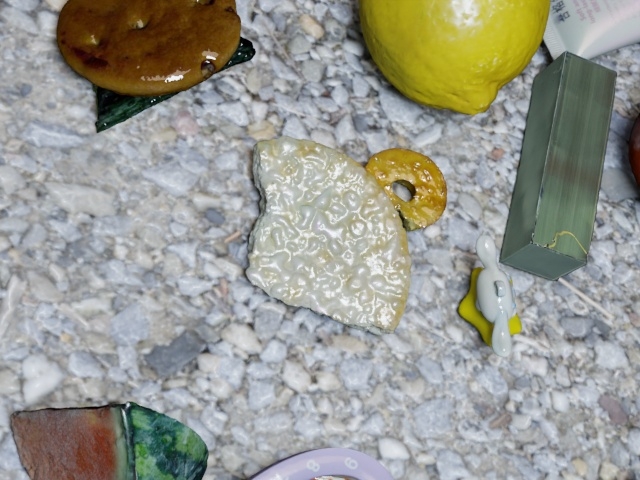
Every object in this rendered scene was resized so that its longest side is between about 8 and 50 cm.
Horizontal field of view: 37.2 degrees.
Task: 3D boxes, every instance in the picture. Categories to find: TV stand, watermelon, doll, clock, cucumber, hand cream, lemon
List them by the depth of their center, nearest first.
[{"bbox_3d":[-0.216,0.227,0.912,0.202,0.207,0.136,4,45,2],"label":"watermelon"},{"bbox_3d":[-0.017,0.303,0.989,0.172,0.064,0.198,31,68,-5],"label":"clock"},{"bbox_3d":[0.196,0.061,1.100,0.071,0.113,0.135,-8,96,2],"label":"doll"},{"bbox_3d":[-0.180,-0.207,1.111,0.220,0.046,0.070,-30,76,-22],"label":"cucumber"},{"bbox_3d":[0.157,-0.295,1.133,0.236,0.236,0.263,17,59,-11],"label":"lemon"},{"bbox_3d":[0.298,-0.092,1.187,0.082,0.088,0.270,20,69,-11],"label":"TV stand"},{"bbox_3d":[0.446,-0.343,1.305,0.358,0.118,0.186,-15,72,-13],"label":"hand cream"}]

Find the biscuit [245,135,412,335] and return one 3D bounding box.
[{"bbox_3d":[0.000,0.000,1.083,0.188,0.040,0.265,-30,87,-9],"label":"biscuit"}]

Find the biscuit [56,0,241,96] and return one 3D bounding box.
[{"bbox_3d":[-0.196,-0.248,1.086,0.212,0.036,0.212,1,56,-1],"label":"biscuit"}]

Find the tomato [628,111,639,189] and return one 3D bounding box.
[{"bbox_3d":[0.492,-0.121,1.212,0.309,0.170,0.309,16,67,-45],"label":"tomato"}]

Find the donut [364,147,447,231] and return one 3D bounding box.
[{"bbox_3d":[0.098,-0.060,1.145,0.108,0.043,0.097,27,69,-6],"label":"donut"}]
